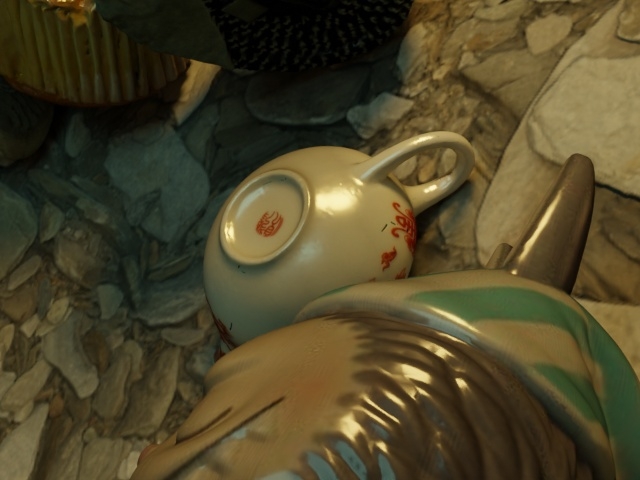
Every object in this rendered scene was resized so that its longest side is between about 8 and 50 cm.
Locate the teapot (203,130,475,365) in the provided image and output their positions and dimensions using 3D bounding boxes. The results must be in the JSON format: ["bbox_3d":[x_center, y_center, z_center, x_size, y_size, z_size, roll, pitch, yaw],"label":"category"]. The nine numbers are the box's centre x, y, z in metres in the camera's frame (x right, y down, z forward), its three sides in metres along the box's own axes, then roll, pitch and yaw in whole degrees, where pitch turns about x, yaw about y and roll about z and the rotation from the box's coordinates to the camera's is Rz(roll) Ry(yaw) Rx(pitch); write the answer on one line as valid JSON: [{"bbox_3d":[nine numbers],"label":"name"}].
[{"bbox_3d":[0.000,0.000,0.881,0.245,0.116,0.159,-30,37,13],"label":"teapot"}]

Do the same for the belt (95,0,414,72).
[{"bbox_3d":[-0.055,-0.237,0.967,0.207,0.257,0.150,124,148,-49],"label":"belt"}]

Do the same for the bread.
[{"bbox_3d":[-0.230,-0.215,1.142,0.250,0.133,0.179,25,48,29],"label":"bread"}]

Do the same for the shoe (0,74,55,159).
[{"bbox_3d":[-0.403,-0.168,1.287,0.342,0.132,0.210,44,133,20],"label":"shoe"}]

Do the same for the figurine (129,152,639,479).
[{"bbox_3d":[0.091,0.106,0.623,0.361,0.266,0.377,7,68,35],"label":"figurine"}]
